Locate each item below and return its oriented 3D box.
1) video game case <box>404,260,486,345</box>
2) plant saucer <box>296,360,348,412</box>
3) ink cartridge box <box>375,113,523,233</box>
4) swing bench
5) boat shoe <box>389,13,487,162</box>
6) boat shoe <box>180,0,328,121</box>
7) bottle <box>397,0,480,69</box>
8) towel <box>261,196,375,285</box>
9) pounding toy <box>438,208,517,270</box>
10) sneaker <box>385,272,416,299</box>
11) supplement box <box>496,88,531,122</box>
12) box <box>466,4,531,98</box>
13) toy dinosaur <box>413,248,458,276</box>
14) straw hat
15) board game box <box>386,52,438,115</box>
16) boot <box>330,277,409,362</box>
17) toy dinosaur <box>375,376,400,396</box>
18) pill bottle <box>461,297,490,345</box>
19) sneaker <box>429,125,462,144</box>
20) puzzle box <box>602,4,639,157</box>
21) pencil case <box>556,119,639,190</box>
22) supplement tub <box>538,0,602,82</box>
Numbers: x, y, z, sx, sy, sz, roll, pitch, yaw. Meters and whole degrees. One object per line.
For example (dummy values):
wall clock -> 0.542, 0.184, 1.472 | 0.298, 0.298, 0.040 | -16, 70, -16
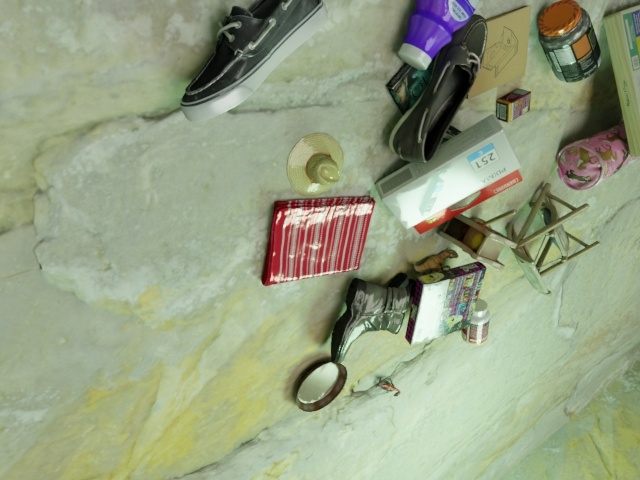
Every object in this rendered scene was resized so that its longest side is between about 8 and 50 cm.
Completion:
video game case -> 0.350, 0.178, 1.396 | 0.210, 0.042, 0.232 | -13, 128, -20
plant saucer -> 0.000, 0.391, 1.344 | 0.168, 0.029, 0.168 | -19, 125, -28
ink cartridge box -> 0.319, -0.120, 1.163 | 0.296, 0.066, 0.261 | -30, 138, 19
swing bench -> 0.724, 0.004, 1.585 | 0.254, 0.165, 0.253 | -46, 135, 2
boat shoe -> 0.272, -0.310, 1.040 | 0.112, 0.095, 0.335 | 24, 100, -44
boat shoe -> -0.114, -0.310, 0.770 | 0.301, 0.108, 0.102 | -44, 135, -11
bottle -> 0.250, -0.475, 0.962 | 0.118, 0.092, 0.283 | 24, 100, -39
towel -> 0.000, 0.000, 1.103 | 0.275, 0.031, 0.199 | -7, 121, -35
pounding toy -> 0.420, -0.040, 1.307 | 0.154, 0.269, 0.155 | 25, 102, -4
sneaker -> 0.205, 0.153, 1.342 | 0.170, 0.051, 0.089 | -40, 130, -16
supplement box -> 0.494, -0.346, 1.267 | 0.083, 0.043, 0.055 | -30, 131, -20
box -> 0.414, -0.442, 1.162 | 0.201, 0.021, 0.164 | -26, 129, -22
toy dinosaur -> 0.302, 0.075, 1.376 | 0.211, 0.064, 0.112 | -18, 113, -41
straw hat -> 0.006, -0.141, 0.999 | 0.144, 0.061, 0.144 | -19, 126, -29
board game box -> 0.232, -0.356, 1.068 | 0.186, 0.026, 0.126 | -50, 135, -2
boot -> 0.129, 0.219, 1.258 | 0.161, 0.083, 0.246 | 15, 106, -14
toy dinosaur -> 0.212, 0.458, 1.522 | 0.082, 0.090, 0.047 | 25, 89, 0
pill bottle -> 0.510, 0.266, 1.626 | 0.086, 0.086, 0.152 | -26, 130, -23
sneaker -> 0.332, -0.196, 1.197 | 0.275, 0.107, 0.110 | 26, 110, -43
puzzle box -> 0.957, -0.475, 1.429 | 0.272, 0.052, 0.409 | -24, 103, -24
pencil case -> 0.917, -0.288, 1.550 | 0.386, 0.160, 0.167 | -25, 145, -24
supplement tub -> 0.612, -0.490, 1.220 | 0.190, 0.117, 0.117 | 32, 94, -45
